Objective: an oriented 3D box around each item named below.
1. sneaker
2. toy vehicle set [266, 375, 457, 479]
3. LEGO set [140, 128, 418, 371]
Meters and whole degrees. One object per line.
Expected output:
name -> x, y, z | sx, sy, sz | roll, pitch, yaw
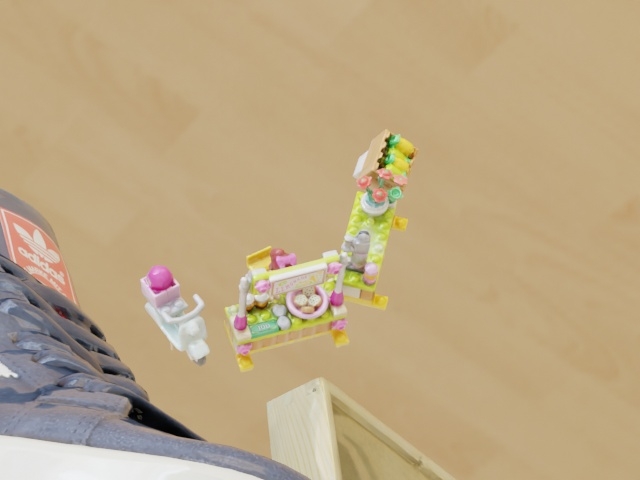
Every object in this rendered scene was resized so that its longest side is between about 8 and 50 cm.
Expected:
sneaker -> -0.113, 0.048, 0.690 | 0.350, 0.148, 0.131 | 4, 148, 43
toy vehicle set -> 0.071, 0.200, 0.990 | 0.035, 0.166, 0.267 | -29, 134, 23
LEGO set -> 0.000, 0.000, 1.553 | 0.132, 0.287, 0.107 | 44, 153, 22
